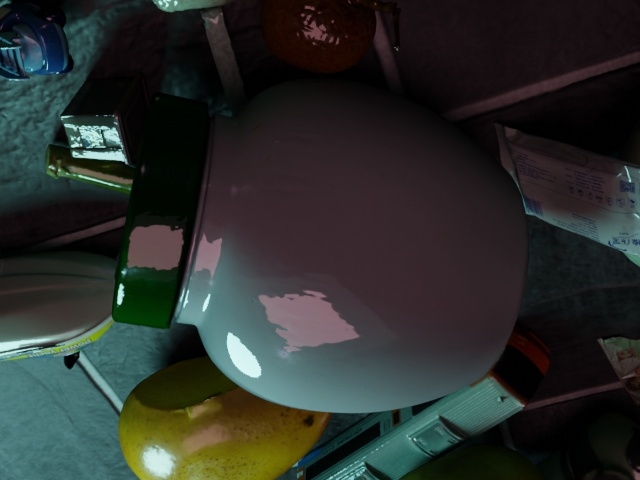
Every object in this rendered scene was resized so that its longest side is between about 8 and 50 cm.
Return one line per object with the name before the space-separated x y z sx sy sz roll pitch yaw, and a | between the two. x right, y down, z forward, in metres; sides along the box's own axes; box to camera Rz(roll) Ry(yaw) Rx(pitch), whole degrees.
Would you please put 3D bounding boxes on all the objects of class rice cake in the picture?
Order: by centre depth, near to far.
rice cake | -0.090 -0.170 0.738 0.022 0.022 0.121 -13 129 2

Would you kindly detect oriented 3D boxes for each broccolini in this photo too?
broccolini | -0.108 -0.015 0.823 0.391 0.074 0.079 15 119 -15

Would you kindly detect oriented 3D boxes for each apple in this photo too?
apple | 0.190 0.390 1.001 0.260 0.194 0.261 -21 154 -11

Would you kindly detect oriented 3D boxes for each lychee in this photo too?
lychee | 0.010 -0.197 0.663 0.140 0.101 0.115 -7 87 21

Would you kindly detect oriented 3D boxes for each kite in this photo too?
kite | 0.482 0.143 1.013 0.229 0.012 0.250 9 126 -10

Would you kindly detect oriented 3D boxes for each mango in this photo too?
mango | -0.111 0.235 0.977 0.290 0.160 0.191 -19 120 0

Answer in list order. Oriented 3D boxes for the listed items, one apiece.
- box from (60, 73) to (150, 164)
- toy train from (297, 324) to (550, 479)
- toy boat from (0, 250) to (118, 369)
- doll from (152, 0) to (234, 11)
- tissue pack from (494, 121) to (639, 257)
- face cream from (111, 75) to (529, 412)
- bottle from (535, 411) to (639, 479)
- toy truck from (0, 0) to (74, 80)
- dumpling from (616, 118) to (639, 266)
box | -0.207 -0.119 0.737 0.063 0.085 0.060 0 130 8
toy train | 0.137 0.261 1.044 0.409 0.089 0.086 -39 115 25
toy boat | -0.347 0.090 0.863 0.269 0.141 0.141 -2 128 -3
doll | -0.078 -0.273 0.625 0.103 0.072 0.214 25 126 -19
tissue pack | 0.258 -0.047 0.761 0.026 0.193 0.123 -39 129 -19
face cream | 0.000 0.000 0.710 0.356 0.313 0.219 11 169 -14
bottle | 0.371 0.394 1.107 0.168 0.168 0.347 22 122 -18
toy truck | -0.292 -0.189 0.695 0.136 0.074 0.063 26 133 31
dumpling | 0.430 -0.055 0.746 0.269 0.212 0.320 2 156 44
